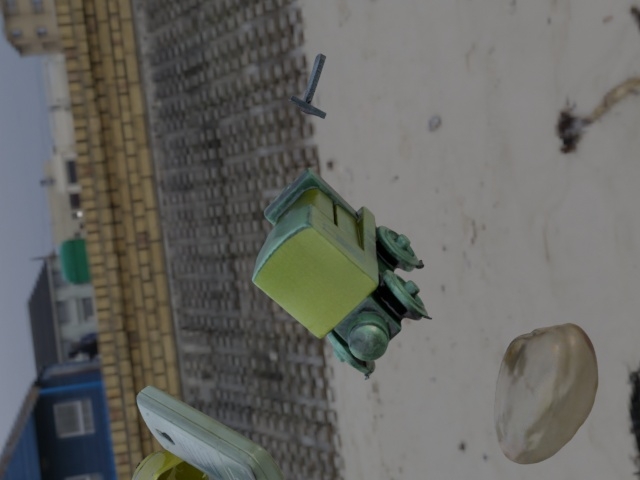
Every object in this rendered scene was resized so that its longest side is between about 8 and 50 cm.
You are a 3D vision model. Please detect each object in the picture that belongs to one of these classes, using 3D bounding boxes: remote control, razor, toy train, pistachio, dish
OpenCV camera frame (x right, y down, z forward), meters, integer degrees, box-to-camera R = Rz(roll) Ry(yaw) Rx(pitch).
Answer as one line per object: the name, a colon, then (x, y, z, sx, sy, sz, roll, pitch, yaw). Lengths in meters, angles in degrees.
remote control: (-0.125, 0.239, 1.188, 0.233, 0.038, 0.098, 16, 138, 46)
razor: (-0.014, -0.262, 1.749, 0.033, 0.066, 0.190, -55, 14, 37)
toy train: (0.029, 0.037, 1.574, 0.253, 0.160, 0.397, 42, -165, -11)
pistachio: (0.324, 0.218, 1.502, 0.144, 0.144, 0.215, -124, 48, -68)
dish: (-0.270, 0.421, 1.794, 0.080, 0.149, 0.208, 30, 158, 27)
